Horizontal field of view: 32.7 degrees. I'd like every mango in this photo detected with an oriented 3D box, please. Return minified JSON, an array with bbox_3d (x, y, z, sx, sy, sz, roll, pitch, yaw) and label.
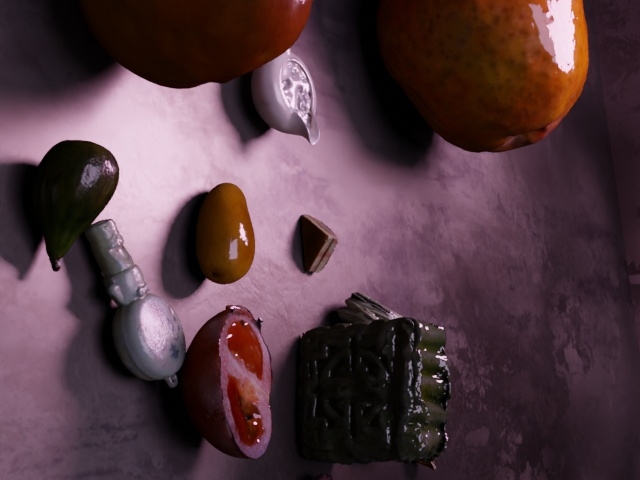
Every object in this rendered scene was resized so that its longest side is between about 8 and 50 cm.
[{"bbox_3d":[-0.148,-0.017,1.716,0.102,0.085,0.184,39,45,-44],"label":"mango"}]

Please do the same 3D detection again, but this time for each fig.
[{"bbox_3d":[-0.337,-0.049,1.445,0.117,0.117,0.177,35,75,-46],"label":"fig"}]

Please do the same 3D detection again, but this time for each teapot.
[{"bbox_3d":[-0.068,-0.268,1.901,0.145,0.092,0.226,-17,93,-59],"label":"teapot"}]

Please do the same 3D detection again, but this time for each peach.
[{"bbox_3d":[-0.177,-0.371,1.556,0.343,0.343,0.301,-41,115,-53],"label":"peach"}]

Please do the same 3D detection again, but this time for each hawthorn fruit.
[{"bbox_3d":[0.345,-0.403,2.271,0.472,0.472,0.471,22,62,-51],"label":"hawthorn fruit"}]

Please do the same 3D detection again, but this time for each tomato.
[{"bbox_3d":[-0.151,0.209,1.602,0.199,0.112,0.228,59,26,-52],"label":"tomato"}]

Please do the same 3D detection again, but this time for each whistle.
[{"bbox_3d":[-0.263,0.093,1.532,0.258,0.067,0.126,67,22,-9],"label":"whistle"}]

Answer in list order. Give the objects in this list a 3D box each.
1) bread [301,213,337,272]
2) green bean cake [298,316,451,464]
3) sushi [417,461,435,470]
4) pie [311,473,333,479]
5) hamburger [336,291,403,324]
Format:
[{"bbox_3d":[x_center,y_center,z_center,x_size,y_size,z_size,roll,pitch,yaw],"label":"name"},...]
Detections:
[{"bbox_3d":[0.000,0.000,1.947,0.043,0.062,0.109,9,70,-53],"label":"bread"},{"bbox_3d":[0.090,0.255,1.833,0.132,0.255,0.241,21,67,-49],"label":"green bean cake"},{"bbox_3d":[0.203,0.389,2.125,0.061,0.060,0.118,-31,107,-60],"label":"sushi"},{"bbox_3d":[0.017,0.499,1.828,0.218,0.054,0.204,56,40,-33],"label":"pie"},{"bbox_3d":[0.100,0.143,1.992,0.140,0.133,0.062,36,79,-52],"label":"hamburger"}]
